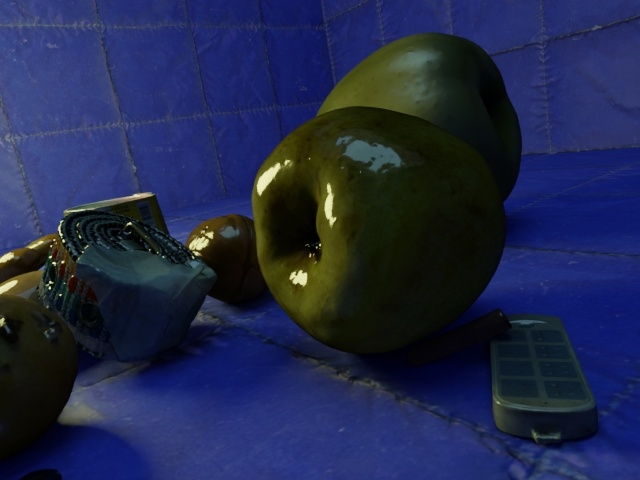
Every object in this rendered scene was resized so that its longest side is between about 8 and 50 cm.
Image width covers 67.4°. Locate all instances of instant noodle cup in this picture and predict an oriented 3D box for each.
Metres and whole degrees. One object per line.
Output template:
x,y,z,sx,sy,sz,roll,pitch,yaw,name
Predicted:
-0.476,0.004,1.138,0.265,0.199,0.264,-10,13,2,instant noodle cup

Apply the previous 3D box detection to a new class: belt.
-0.288,0.058,0.705,0.258,0.149,0.207,35,17,35,belt

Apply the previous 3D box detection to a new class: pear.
0.074,-0.011,0.591,0.305,0.303,0.304,-9,12,2,pear

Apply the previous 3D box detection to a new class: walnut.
-0.162,0.031,0.870,0.168,0.167,0.207,-16,11,-25,walnut

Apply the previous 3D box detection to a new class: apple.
0.206,-0.213,1.071,0.475,0.472,0.473,-9,12,2,apple

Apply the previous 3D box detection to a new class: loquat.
-0.336,0.135,0.489,0.150,0.204,0.172,20,45,-3,loquat

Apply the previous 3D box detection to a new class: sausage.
0.146,0.107,0.517,0.116,0.026,0.026,-29,6,18,sausage

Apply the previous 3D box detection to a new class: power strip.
0.209,0.119,0.474,0.080,0.029,0.227,-6,12,19,power strip

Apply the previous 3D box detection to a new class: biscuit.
-0.714,0.087,1.060,0.291,0.062,0.237,-31,13,7,biscuit

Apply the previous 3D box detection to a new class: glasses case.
-0.255,0.218,0.395,0.034,0.023,0.083,-5,12,12,glasses case

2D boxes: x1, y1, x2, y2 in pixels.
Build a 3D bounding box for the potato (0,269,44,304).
-0.463,0.125,0.751,0.150,0.146,0.234,-40,-7,35,potato
